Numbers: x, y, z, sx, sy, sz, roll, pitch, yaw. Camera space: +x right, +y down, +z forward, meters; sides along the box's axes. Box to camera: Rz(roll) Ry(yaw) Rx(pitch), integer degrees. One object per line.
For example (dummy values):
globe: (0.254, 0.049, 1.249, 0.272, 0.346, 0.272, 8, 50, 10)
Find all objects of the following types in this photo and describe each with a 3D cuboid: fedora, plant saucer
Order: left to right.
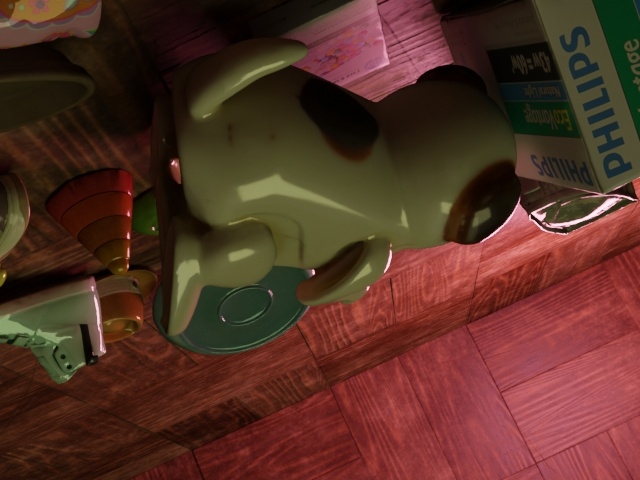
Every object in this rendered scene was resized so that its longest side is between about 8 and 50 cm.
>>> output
plant saucer: (-0.346, -0.125, 0.915, 0.278, 0.041, 0.278, -16, -179, 0)
fedora: (-0.348, 0.119, 1.669, 0.194, 0.079, 0.194, -23, 163, -7)
plant saucer: (-0.138, 0.105, 1.784, 0.318, 0.043, 0.317, -15, 139, -14)

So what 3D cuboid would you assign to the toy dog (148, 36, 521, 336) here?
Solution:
toy dog: (0.021, -0.096, 1.160, 0.408, 0.284, 0.395, -1, 136, -16)

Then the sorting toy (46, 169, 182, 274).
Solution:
sorting toy: (-0.213, -0.006, 1.421, 0.127, 0.126, 0.366, -35, 159, 27)

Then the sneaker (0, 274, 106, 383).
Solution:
sneaker: (-0.443, 0.157, 1.507, 0.256, 0.151, 0.094, -17, -172, -25)

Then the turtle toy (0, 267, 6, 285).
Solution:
turtle toy: (-0.489, 0.077, 1.382, 0.130, 0.066, 0.095, -27, -174, -3)

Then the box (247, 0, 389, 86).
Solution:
box: (0.003, -0.235, 1.200, 0.145, 0.038, 0.186, -25, 163, 1)

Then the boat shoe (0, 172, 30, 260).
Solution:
boat shoe: (-0.450, 0.019, 1.230, 0.092, 0.102, 0.285, 0, 146, -43)

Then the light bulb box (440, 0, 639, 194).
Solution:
light bulb box: (0.379, -0.237, 1.176, 0.361, 0.225, 0.358, -24, -169, -5)

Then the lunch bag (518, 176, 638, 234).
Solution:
lunch bag: (0.364, -0.149, 1.597, 0.169, 0.235, 0.287, -28, 163, 28)

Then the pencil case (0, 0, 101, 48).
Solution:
pencil case: (-0.312, -0.198, 0.766, 0.284, 0.124, 0.124, -15, 160, -29)
